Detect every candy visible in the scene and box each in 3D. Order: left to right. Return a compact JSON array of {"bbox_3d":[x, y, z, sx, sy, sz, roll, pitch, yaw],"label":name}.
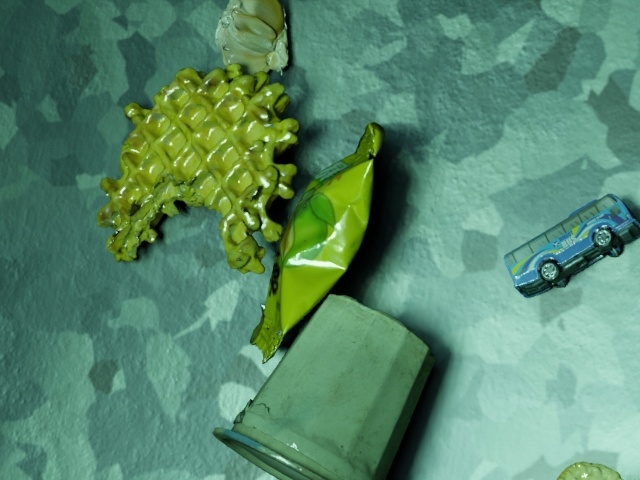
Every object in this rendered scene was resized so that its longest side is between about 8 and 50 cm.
[{"bbox_3d":[0.000,0.000,1.882,0.081,0.187,0.297,25,92,-7],"label":"candy"}]

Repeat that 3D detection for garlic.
[{"bbox_3d":[-0.089,-0.252,2.021,0.074,0.094,0.113,10,87,65],"label":"garlic"}]

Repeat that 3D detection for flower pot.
[{"bbox_3d":[0.019,0.182,1.826,0.212,0.212,0.203,22,72,25],"label":"flower pot"}]

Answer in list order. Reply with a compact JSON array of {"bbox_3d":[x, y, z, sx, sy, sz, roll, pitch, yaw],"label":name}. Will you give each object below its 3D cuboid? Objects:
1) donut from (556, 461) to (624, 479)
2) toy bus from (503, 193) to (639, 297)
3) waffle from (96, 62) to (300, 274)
[{"bbox_3d":[0.347,0.316,1.683,0.295,0.151,0.112,19,68,6],"label":"donut"},{"bbox_3d":[0.278,0.007,1.826,0.153,0.051,0.061,-32,62,12],"label":"toy bus"},{"bbox_3d":[-0.148,-0.092,1.975,0.293,0.069,0.260,1,75,38],"label":"waffle"}]
